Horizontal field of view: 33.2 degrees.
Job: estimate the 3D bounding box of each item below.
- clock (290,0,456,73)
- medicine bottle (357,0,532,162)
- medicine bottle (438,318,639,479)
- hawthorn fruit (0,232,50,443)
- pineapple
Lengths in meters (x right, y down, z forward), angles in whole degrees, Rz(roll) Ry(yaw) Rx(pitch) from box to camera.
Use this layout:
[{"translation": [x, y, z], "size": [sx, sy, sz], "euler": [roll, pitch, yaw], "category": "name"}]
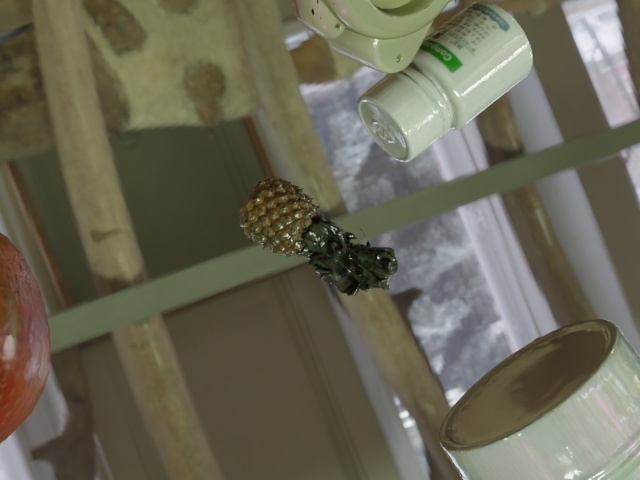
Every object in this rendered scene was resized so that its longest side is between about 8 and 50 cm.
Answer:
[{"translation": [0.062, -0.366, 1.249], "size": [0.309, 0.114, 0.284], "euler": [25, 95, -55], "category": "clock"}, {"translation": [0.175, -0.224, 1.531], "size": [0.237, 0.139, 0.139], "euler": [-39, -178, -14], "category": "medicine bottle"}, {"translation": [0.186, 0.187, 0.543], "size": [0.161, 0.296, 0.111], "euler": [-31, -174, 25], "category": "medicine bottle"}, {"translation": [-0.390, 0.105, 1.043], "size": [0.275, 0.275, 0.299], "euler": [-22, 166, 7], "category": "hawthorn fruit"}, {"translation": [0.000, 0.000, 1.028], "size": [0.074, 0.159, 0.074], "euler": [-51, 162, -24], "category": "pineapple"}]
